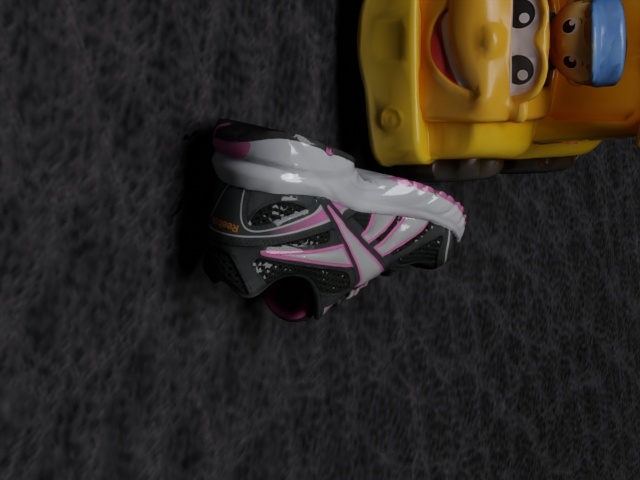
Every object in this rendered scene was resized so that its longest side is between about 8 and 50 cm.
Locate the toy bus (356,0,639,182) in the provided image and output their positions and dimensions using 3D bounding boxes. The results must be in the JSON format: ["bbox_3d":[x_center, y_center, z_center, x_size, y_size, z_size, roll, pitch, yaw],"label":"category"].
[{"bbox_3d":[0.149,-0.103,0.679,0.220,0.211,0.149,-13,107,-59],"label":"toy bus"}]

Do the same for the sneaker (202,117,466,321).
[{"bbox_3d":[0.000,0.000,0.583,0.178,0.072,0.077,16,91,-53],"label":"sneaker"}]
